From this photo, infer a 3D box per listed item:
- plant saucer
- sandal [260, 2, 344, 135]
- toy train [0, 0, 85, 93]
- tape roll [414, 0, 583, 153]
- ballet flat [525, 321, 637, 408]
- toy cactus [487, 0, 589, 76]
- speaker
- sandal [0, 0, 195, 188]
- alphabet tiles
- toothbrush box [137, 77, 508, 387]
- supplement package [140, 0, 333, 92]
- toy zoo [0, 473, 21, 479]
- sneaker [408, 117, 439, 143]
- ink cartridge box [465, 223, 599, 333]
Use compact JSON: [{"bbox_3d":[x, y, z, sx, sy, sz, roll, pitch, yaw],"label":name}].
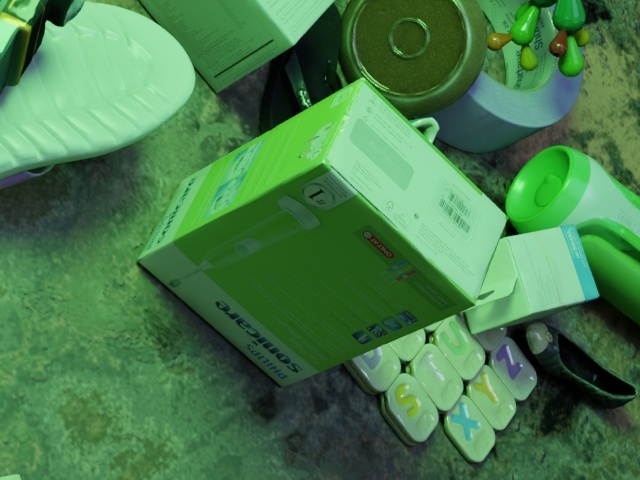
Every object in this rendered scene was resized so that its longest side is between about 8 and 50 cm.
[{"bbox_3d":[0.099,-0.220,2.101,0.029,0.168,0.168,-1,68,-79],"label":"plant saucer"},{"bbox_3d":[-0.011,-0.166,2.045,0.097,0.054,0.254,19,59,-36],"label":"sandal"},{"bbox_3d":[-0.372,-0.245,1.642,0.334,0.142,0.190,26,58,-4],"label":"toy train"},{"bbox_3d":[0.183,-0.244,2.239,0.275,0.090,0.275,21,57,-36],"label":"tape roll"},{"bbox_3d":[0.296,0.138,2.185,0.173,0.049,0.057,34,50,-32],"label":"ballet flat"},{"bbox_3d":[0.251,-0.297,2.146,0.112,0.180,0.219,-1,65,-22],"label":"toy cactus"},{"bbox_3d":[0.357,0.012,2.251,0.296,0.131,0.131,36,50,-26],"label":"speaker"},{"bbox_3d":[-0.305,-0.106,1.724,0.416,0.102,0.169,-24,73,-33],"label":"sandal"},{"bbox_3d":[0.128,0.091,2.079,0.278,0.021,0.284,53,45,-10],"label":"alphabet tiles"},{"bbox_3d":[0.000,0.000,1.813,0.206,0.283,0.122,42,47,-20],"label":"toothbrush box"},{"bbox_3d":[-0.113,-0.301,1.955,0.244,0.139,0.134,50,47,-14],"label":"supplement package"},{"bbox_3d":[-0.297,0.347,1.557,0.192,0.030,0.293,-5,75,-44],"label":"toy zoo"},{"bbox_3d":[0.076,-0.084,2.072,0.057,0.075,0.161,51,45,-12],"label":"sneaker"},{"bbox_3d":[0.218,0.043,2.102,0.143,0.092,0.090,-9,79,-46],"label":"ink cartridge box"}]
